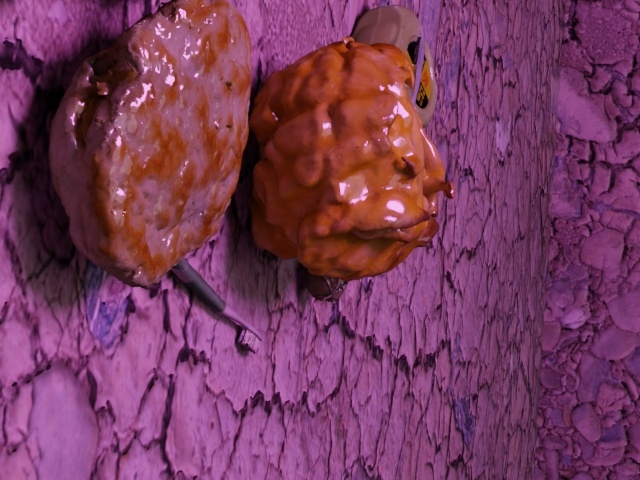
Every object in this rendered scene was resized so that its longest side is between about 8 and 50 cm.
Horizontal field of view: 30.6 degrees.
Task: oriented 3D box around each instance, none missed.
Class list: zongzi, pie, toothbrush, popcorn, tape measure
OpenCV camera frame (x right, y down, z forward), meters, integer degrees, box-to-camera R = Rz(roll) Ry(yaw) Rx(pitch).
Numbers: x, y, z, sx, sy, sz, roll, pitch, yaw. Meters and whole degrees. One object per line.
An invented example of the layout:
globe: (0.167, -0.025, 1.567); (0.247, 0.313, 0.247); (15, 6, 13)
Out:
zongzi: (0.000, 0.000, 1.294); (0.119, 0.055, 0.109); (57, 43, -43)
pie: (-0.118, -0.085, 0.872); (0.248, 0.090, 0.201); (-46, 141, -59)
toothbrush: (-0.100, 0.053, 1.071); (0.257, 0.018, 0.024); (58, 48, -60)
popcorn: (0.026, -0.072, 1.144); (0.250, 0.190, 0.250); (-16, 108, -62)
tape measure: (0.084, -0.199, 1.416); (0.154, 0.087, 0.177); (57, 39, -42)
